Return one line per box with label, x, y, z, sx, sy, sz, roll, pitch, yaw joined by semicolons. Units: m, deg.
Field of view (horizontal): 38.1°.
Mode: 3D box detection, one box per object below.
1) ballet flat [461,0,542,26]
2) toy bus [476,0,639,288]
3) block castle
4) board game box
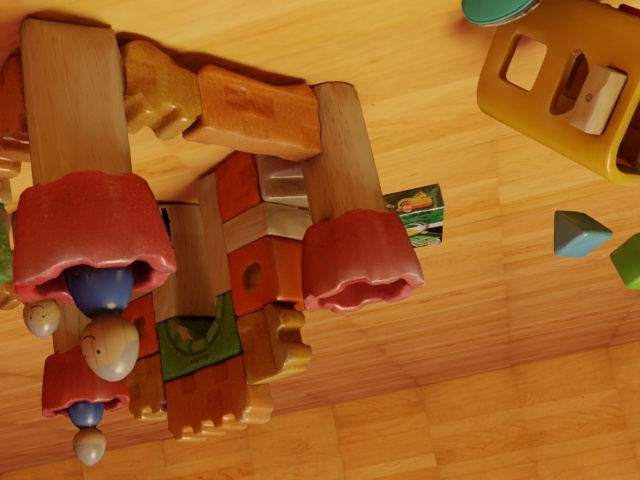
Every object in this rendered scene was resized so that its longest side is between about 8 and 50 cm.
ballet flat;0.126;-0.156;0.519;0.041;0.041;0.114;-1;162;-29
toy bus;0.185;-0.079;0.539;0.104;0.190;0.202;2;160;-37
block castle;-0.175;0.048;0.699;0.303;0.212;0.453;6;156;-45
board game box;0.000;0.000;0.976;0.260;0.030;0.136;-12;161;4
